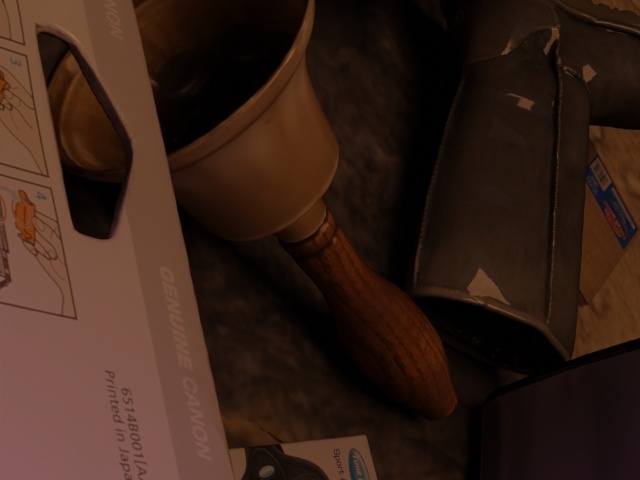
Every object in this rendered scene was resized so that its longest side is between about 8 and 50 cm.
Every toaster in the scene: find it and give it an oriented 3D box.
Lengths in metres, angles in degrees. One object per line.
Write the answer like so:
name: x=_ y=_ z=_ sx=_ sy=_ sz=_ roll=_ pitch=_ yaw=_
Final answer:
toaster: x=0.176 y=0.121 z=0.890 sx=0.186 sy=0.168 sz=0.110 roll=37 pitch=47 yaw=-35

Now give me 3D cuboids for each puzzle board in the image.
puzzle board: x=0.131 y=-0.037 z=1.052 sx=0.128 sy=0.011 sz=0.096 roll=60 pitch=36 yaw=-10

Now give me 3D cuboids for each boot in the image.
boot: x=0.126 y=-0.029 z=0.971 sx=0.190 sy=0.076 sz=0.208 roll=18 pitch=54 yaw=-25

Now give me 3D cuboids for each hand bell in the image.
hand bell: x=0.000 y=0.000 z=0.813 sx=0.242 sy=0.126 sz=0.126 roll=52 pitch=37 yaw=-38

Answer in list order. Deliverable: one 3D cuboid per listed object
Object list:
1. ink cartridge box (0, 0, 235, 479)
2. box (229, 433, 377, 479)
ink cartridge box: x=-0.163 y=-0.044 z=0.599 sx=0.261 sy=0.066 sz=0.296 roll=19 pitch=47 yaw=-45
box: x=-0.012 y=0.124 z=0.773 sx=0.136 sy=0.028 sz=0.081 roll=0 pitch=71 yaw=-49
